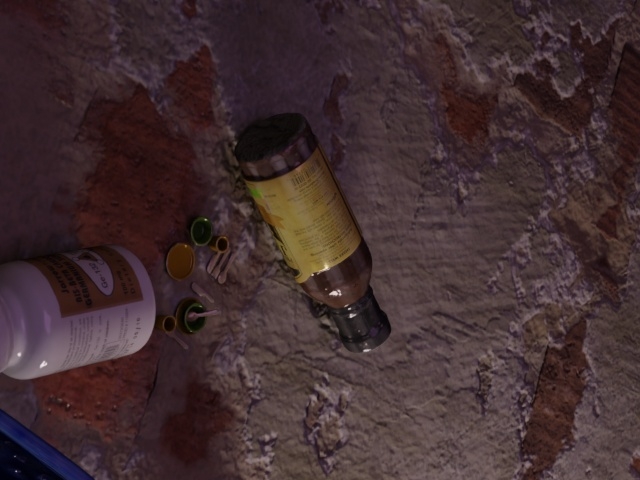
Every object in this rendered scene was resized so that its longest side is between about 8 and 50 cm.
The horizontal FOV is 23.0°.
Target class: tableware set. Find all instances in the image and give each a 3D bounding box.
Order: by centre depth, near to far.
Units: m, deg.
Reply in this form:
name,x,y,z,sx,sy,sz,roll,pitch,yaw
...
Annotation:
name,x,y,z,sx,sy,sz,roll,pitch,yaw
tableware set,-0.158,0.052,1.962,0.104,0.024,0.154,45,63,-39

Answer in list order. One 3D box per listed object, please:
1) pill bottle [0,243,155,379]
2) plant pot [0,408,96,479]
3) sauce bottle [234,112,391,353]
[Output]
name,x,y,z,sx,sy,sz,roll,pitch,yaw
pill bottle,-0.306,0.083,1.732,0.229,0.131,0.131,-12,103,-45
plant pot,-0.398,0.289,1.599,0.236,0.212,0.236,47,61,-38
sauce bottle,0.000,0.000,2.059,0.111,0.111,0.344,-46,124,-33
